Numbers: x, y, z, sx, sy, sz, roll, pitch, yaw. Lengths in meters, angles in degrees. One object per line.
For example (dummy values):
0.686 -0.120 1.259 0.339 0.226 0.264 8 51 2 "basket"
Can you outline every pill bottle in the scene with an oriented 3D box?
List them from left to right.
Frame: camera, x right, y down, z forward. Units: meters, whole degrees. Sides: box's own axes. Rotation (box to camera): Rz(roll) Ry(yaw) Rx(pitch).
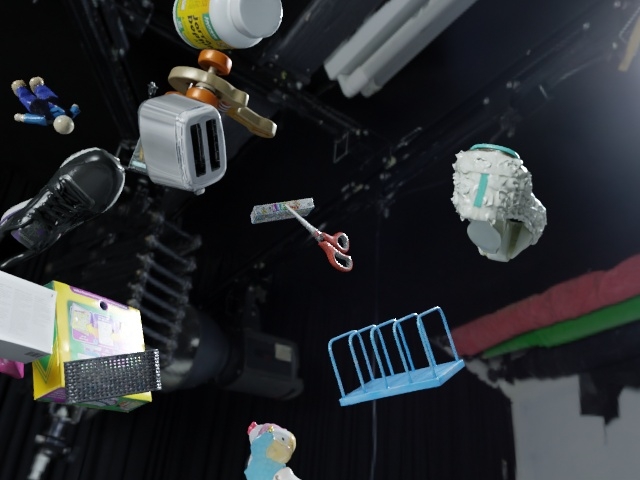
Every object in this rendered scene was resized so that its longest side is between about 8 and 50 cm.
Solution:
-0.162 -0.397 1.026 0.208 0.118 0.117 19 -14 47 "pill bottle"

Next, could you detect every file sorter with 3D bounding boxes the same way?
0.115 0.179 0.918 0.170 0.105 0.118 -22 -8 30 "file sorter"

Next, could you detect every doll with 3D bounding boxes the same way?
-0.569 -0.272 1.211 0.189 0.129 0.046 40 -44 27 "doll"

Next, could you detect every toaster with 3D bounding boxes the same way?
-0.285 -0.209 1.218 0.146 0.129 0.227 20 -56 34 "toaster"

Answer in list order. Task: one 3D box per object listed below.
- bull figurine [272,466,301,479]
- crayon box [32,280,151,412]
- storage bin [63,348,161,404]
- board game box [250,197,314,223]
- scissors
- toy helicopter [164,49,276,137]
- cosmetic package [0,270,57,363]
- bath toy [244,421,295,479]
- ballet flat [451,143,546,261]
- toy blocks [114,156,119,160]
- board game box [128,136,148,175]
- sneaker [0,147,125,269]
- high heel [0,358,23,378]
-0.029 0.434 0.872 0.188 0.101 0.310 -1 -44 35 "bull figurine"
-0.668 0.321 1.714 0.106 0.313 0.363 -25 -29 15 "crayon box"
-0.423 0.276 1.195 0.180 0.085 0.122 -5 -9 -20 "storage bin"
-0.102 -0.077 1.545 0.154 0.026 0.103 -9 -8 -14 "board game box"
0.000 0.000 1.478 0.021 0.109 0.297 -12 -23 30 "scissors"
-0.267 -0.370 1.611 0.234 0.140 0.355 5 -15 41 "toy helicopter"
-0.456 0.081 0.746 0.060 0.099 0.239 -19 -31 21 "cosmetic package"
-0.143 0.555 1.572 0.151 0.129 0.348 -32 -6 -11 "bath toy"
0.301 -0.036 1.011 0.146 0.147 0.409 -11 -18 24 "ballet flat"
-0.698 -0.199 1.819 0.123 0.148 0.054 17 -5 34 "toy blocks"
-0.435 -0.231 1.660 0.186 0.126 0.026 16 -18 -2 "board game box"
-0.445 -0.038 0.979 0.283 0.124 0.107 -33 -64 19 "sneaker"
-0.818 0.260 1.444 0.244 0.082 0.117 12 -53 30 "high heel"
